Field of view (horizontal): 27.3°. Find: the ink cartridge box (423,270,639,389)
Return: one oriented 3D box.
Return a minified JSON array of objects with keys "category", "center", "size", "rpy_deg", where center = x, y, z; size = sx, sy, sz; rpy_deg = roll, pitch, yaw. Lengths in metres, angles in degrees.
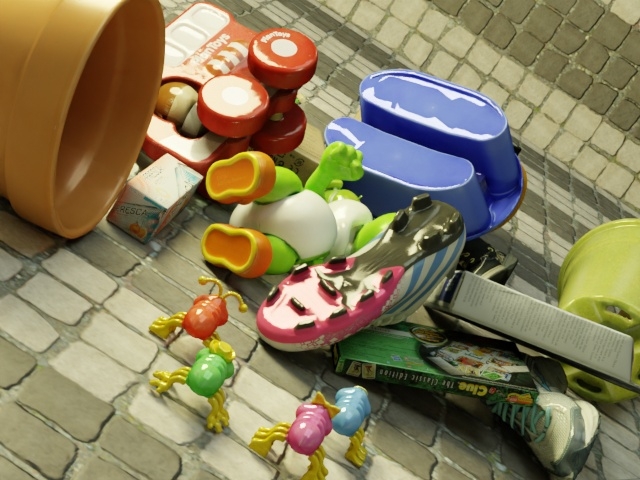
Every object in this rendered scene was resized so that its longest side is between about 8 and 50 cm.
[{"category":"ink cartridge box","center":[0.319,0.127,1.859],"size":[0.330,0.071,0.324],"rpy_deg":[21,-2,-2]}]

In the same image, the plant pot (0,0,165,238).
[{"category":"plant pot","center":[-0.325,-0.169,1.483],"size":[0.204,0.290,0.291],"rpy_deg":[18,16,8]}]

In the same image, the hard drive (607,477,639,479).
[{"category":"hard drive","center":[0.434,0.385,1.679],"size":[0.308,0.040,0.203],"rpy_deg":[10,30,-51]}]

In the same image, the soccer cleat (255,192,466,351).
[{"category":"soccer cleat","center":[0.062,0.071,1.656],"size":[0.331,0.143,0.116],"rpy_deg":[-31,51,-29]}]

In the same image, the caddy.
[{"category":"caddy","center":[0.168,-0.131,2.182],"size":[0.341,0.241,0.179],"rpy_deg":[24,-28,27]}]

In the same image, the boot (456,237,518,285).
[{"category":"boot","center":[0.222,0.029,2.177],"size":[0.179,0.085,0.236],"rpy_deg":[33,18,12]}]

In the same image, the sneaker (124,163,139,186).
[{"category":"sneaker","center":[-0.275,-0.103,1.697],"size":[0.052,0.058,0.135],"rpy_deg":[43,20,26]}]

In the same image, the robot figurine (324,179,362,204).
[{"category":"robot figurine","center":[0.013,-0.041,1.961],"size":[0.115,0.101,0.067],"rpy_deg":[-3,-9,36]}]

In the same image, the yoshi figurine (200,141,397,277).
[{"category":"yoshi figurine","center":[0.022,-0.008,1.770],"size":[0.362,0.203,0.203],"rpy_deg":[14,34,-50]}]

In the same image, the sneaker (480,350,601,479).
[{"category":"sneaker","center":[0.273,0.227,1.746],"size":[0.122,0.110,0.283],"rpy_deg":[21,12,-14]}]

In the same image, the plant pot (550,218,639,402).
[{"category":"plant pot","center":[0.484,0.133,2.123],"size":[0.276,0.276,0.254],"rpy_deg":[37,30,10]}]

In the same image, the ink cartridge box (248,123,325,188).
[{"category":"ink cartridge box","center":[-0.111,-0.165,2.089],"size":[0.235,0.088,0.193],"rpy_deg":[28,18,-14]}]

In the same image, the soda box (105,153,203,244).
[{"category":"soda box","center":[-0.210,-0.056,1.689],"size":[0.063,0.058,0.183],"rpy_deg":[33,19,-1]}]

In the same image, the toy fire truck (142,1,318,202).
[{"category":"toy fire truck","center":[-0.162,-0.212,1.892],"size":[0.254,0.169,0.302],"rpy_deg":[29,50,16]}]

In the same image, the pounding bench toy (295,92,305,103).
[{"category":"pounding bench toy","center":[-0.077,-0.253,2.407],"size":[0.083,0.065,0.052],"rpy_deg":[27,18,-20]}]

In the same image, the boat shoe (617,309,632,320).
[{"category":"boat shoe","center":[0.604,0.173,2.499],"size":[0.045,0.050,0.135],"rpy_deg":[22,21,-17]}]

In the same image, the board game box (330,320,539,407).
[{"category":"board game box","center":[0.139,0.149,1.685],"size":[0.260,0.030,0.136],"rpy_deg":[11,25,-10]}]

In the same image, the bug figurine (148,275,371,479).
[{"category":"bug figurine","center":[-0.055,0.151,1.398],"size":[0.279,0.072,0.216],"rpy_deg":[33,18,-3]}]

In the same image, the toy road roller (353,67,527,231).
[{"category":"toy road roller","center":[0.217,-0.138,2.354],"size":[0.330,0.202,0.240],"rpy_deg":[29,12,-15]}]
